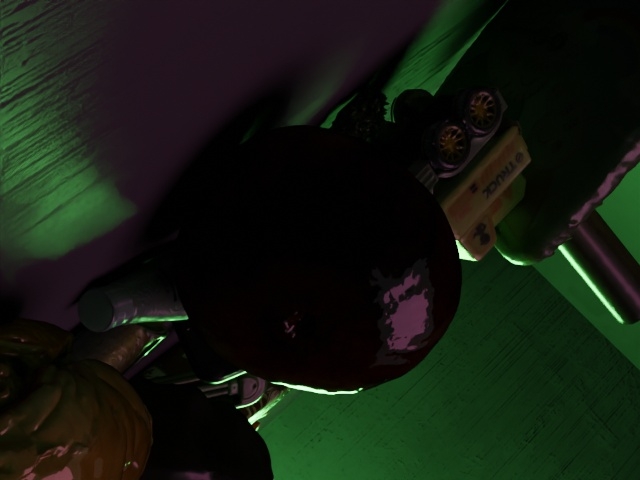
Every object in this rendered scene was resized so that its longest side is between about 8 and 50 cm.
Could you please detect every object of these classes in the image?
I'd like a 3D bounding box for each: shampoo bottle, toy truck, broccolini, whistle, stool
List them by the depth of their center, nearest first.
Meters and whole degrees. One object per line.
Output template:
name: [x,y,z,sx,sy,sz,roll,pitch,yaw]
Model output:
whistle: [-0.244,0.148,1.274,0.326,0.057,0.068,-43,148,-31]
shampoo bottle: [-0.136,0.044,1.299,0.041,0.069,0.191,-25,177,28]
broccolini: [-0.026,-0.047,1.428,0.254,0.057,0.071,-46,140,-13]
toy truck: [0.094,-0.027,1.472,0.272,0.157,0.124,-47,-154,-24]
stool: [0.306,-0.119,1.653,0.226,0.310,0.310,27,112,-37]

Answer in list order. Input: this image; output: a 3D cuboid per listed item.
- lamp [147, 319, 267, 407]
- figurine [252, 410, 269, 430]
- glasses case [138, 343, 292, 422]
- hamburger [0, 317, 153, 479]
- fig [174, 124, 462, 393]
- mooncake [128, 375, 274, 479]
lamp: [-0.142,0.110,1.544,0.203,0.124,0.283,-21,168,-17]
figurine: [-0.175,0.274,1.920,0.257,0.181,0.208,-37,143,-85]
glasses case: [-0.108,0.159,1.817,0.082,0.122,0.321,-49,172,37]
hamburger: [-0.258,0.185,1.042,0.318,0.158,0.318,-44,170,-10]
fig: [0.001,0.010,1.248,0.214,0.235,0.235,-42,173,-42]
mooncake: [-0.183,0.253,1.463,0.283,0.283,0.141,-49,-145,25]
